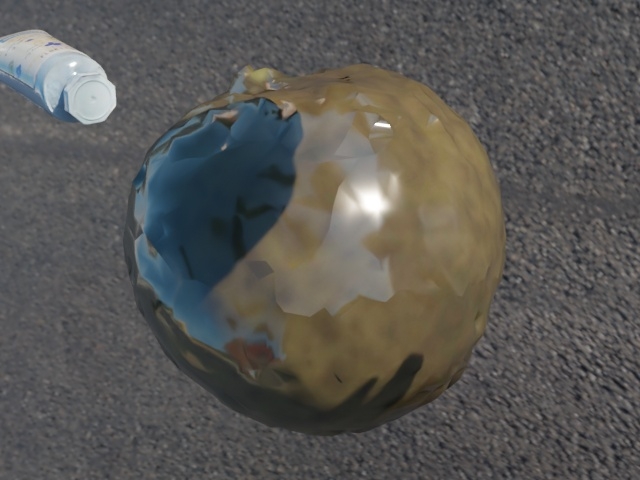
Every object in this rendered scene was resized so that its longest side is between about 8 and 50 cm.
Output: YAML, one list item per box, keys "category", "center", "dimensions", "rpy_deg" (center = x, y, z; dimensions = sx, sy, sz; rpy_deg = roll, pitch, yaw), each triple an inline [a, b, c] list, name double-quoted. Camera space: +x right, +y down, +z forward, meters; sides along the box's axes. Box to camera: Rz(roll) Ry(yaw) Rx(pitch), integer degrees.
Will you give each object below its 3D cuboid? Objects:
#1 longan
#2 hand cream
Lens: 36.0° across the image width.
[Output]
- category: "longan"
  center: [0.000, 0.000, 0.992]
  dimensions: [0.391, 0.391, 0.391]
  rpy_deg: [-21, 54, 32]
- category: "hand cream"
  center: [-0.181, -0.111, 0.646]
  dimensions: [0.065, 0.043, 0.170]
  rpy_deg: [-23, 31, -26]
